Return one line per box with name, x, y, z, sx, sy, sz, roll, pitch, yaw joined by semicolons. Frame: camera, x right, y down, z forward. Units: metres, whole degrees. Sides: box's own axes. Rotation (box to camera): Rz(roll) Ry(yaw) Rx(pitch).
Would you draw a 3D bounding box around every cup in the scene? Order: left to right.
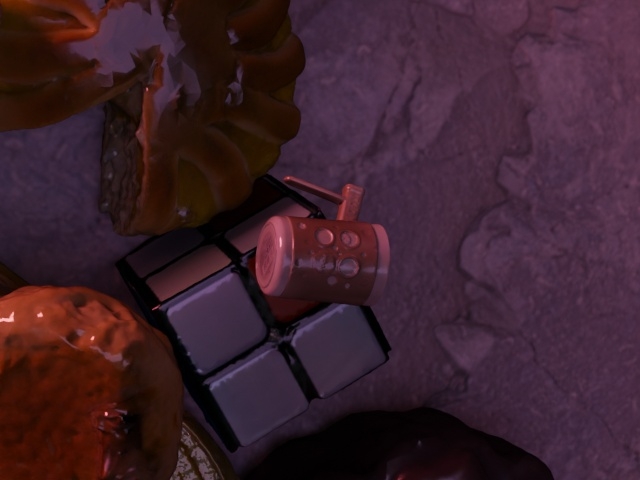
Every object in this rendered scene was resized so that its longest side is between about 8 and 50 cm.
cup;0.002;0.003;1.269;0.099;0.074;0.102;5;101;-20

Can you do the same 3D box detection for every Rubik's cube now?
Rubik's cube;-0.064;0.062;1.399;0.180;0.183;0.167;-30;112;-7

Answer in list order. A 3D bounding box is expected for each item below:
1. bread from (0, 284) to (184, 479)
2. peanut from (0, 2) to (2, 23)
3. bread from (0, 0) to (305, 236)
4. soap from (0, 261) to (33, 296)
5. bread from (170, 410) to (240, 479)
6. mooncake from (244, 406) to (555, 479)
bread;-0.225;0.141;1.293;0.244;0.134;0.244;0;110;1
peanut;-0.330;-0.165;1.174;0.174;0.080;0.080;-31;113;-34
bread;-0.157;-0.169;1.320;0.333;0.160;0.333;-5;104;-18
soap;-0.336;0.071;1.367;0.233;0.076;0.135;40;90;-22
bread;-0.150;0.233;1.466;0.117;0.064;0.156;-35;97;3
mooncake;0.089;0.349;1.519;0.381;0.212;0.350;25;89;-24
